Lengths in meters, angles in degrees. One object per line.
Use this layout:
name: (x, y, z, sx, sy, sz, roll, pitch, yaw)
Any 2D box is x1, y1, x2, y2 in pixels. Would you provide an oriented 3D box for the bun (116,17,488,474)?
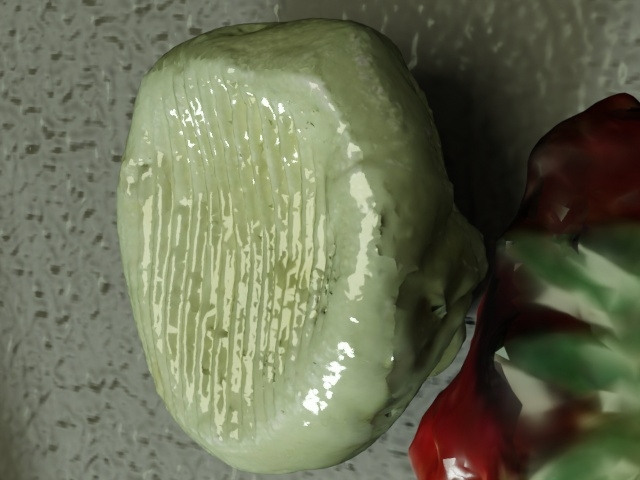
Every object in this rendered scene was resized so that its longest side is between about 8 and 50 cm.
bun: (0.000, 0.000, 0.926, 0.231, 0.133, 0.231, 7, 99, 50)

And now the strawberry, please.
strawberry: (0.178, 0.116, 0.712, 0.292, 0.310, 0.291, -8, 66, 17)
